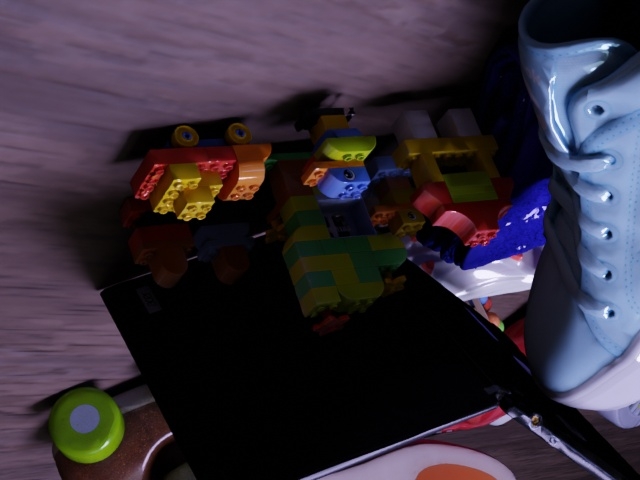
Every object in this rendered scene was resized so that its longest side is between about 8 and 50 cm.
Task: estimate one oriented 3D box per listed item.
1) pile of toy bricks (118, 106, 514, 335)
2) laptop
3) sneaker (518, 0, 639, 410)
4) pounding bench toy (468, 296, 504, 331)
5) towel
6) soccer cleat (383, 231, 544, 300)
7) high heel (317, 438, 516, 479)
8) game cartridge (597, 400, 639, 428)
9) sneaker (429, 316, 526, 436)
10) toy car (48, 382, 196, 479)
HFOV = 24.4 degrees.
[{"bbox_3d":[0.000,0.000,0.803,0.212,0.105,0.118,-6,153,-31],"label":"pile of toy bricks"},{"bbox_3d":[0.038,0.096,0.871,0.264,0.234,0.136,36,98,-34],"label":"laptop"},{"bbox_3d":[0.150,-0.068,0.744,0.150,0.135,0.366,8,123,-17],"label":"sneaker"},{"bbox_3d":[0.121,0.084,1.213,0.065,0.083,0.052,-27,160,7],"label":"pounding bench toy"},{"bbox_3d":[0.224,-0.077,0.938,0.308,0.076,0.228,-18,160,-19],"label":"towel"},{"bbox_3d":[0.104,0.014,1.054,0.196,0.068,0.076,-8,160,-23],"label":"soccer cleat"},{"bbox_3d":[0.003,0.250,1.433,0.377,0.127,0.181,2,179,-31],"label":"high heel"},{"bbox_3d":[0.320,0.084,1.387,0.196,0.060,0.294,-49,158,2],"label":"game cartridge"},{"bbox_3d":[0.150,0.140,1.392,0.128,0.087,0.221,-16,158,-26],"label":"sneaker"},{"bbox_3d":[-0.101,0.196,1.082,0.149,0.188,0.155,-22,160,-7],"label":"toy car"}]
